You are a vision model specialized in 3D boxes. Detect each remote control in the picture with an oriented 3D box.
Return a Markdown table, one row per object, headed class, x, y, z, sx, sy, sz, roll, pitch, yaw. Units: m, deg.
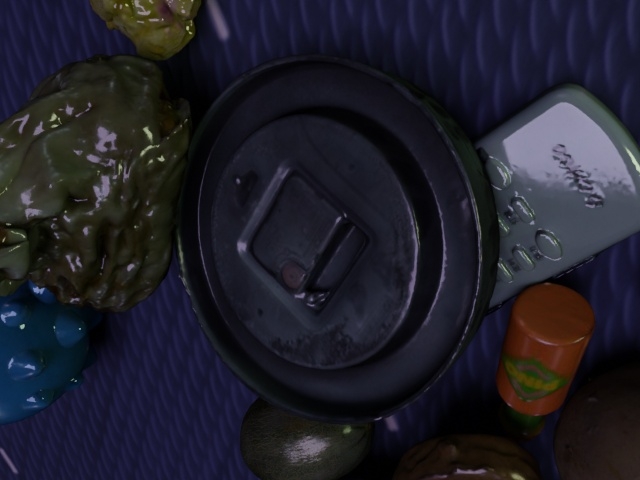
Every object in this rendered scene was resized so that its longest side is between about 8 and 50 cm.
| class | x | y | z | sx | sy | sz | roll | pitch | yaw |
| --- | --- | --- | --- | --- | --- | --- | --- | --- | --- |
| remote control | 0.135 | -0.005 | 0.566 | 0.296 | 0.056 | 0.140 | -34 | 98 | 33 |

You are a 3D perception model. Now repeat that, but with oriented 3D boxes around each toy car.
| class | x | y | z | sx | sy | sz | roll | pitch | yaw |
| --- | --- | --- | --- | --- | --- | --- | --- | --- | --- |
| toy car | -0.366 | 0.090 | 0.754 | 0.190 | 0.188 | 0.255 | -13 | 105 | 19 |

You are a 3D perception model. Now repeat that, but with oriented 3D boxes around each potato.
| class | x | y | z | sx | sy | sz | roll | pitch | yaw |
| --- | --- | --- | --- | --- | --- | --- | --- | --- | --- |
| potato | 0.321 | 0.166 | 0.510 | 0.262 | 0.165 | 0.165 | -28 | 100 | 33 |

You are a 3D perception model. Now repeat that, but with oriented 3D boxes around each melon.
| class | x | y | z | sx | sy | sz | roll | pitch | yaw |
| --- | --- | --- | --- | --- | --- | --- | --- | --- | --- |
| melon | -0.020 | 0.212 | 0.701 | 0.167 | 0.114 | 0.114 | -23 | 103 | 27 |

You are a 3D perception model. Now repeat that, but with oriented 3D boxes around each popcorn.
| class | x | y | z | sx | sy | sz | roll | pitch | yaw |
| --- | --- | --- | --- | --- | --- | --- | --- | --- | --- |
| popcorn | -0.155 | -0.221 | 0.578 | 0.097 | 0.089 | 0.109 | -33 | 110 | -4 |

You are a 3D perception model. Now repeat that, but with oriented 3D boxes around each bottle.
| class | x | y | z | sx | sy | sz | roll | pitch | yaw |
| --- | --- | --- | --- | --- | --- | --- | --- | --- | --- |
| bottle | 0.194 | 0.123 | 0.580 | 0.069 | 0.069 | 0.187 | 12 | 137 | 18 |

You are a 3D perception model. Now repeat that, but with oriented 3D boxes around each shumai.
| class | x | y | z | sx | sy | sz | roll | pitch | yaw |
| --- | --- | --- | --- | --- | --- | --- | --- | --- | --- |
| shumai | -0.241 | -0.047 | 0.582 | 0.189 | 0.218 | 0.256 | 41 | 130 | 36 |

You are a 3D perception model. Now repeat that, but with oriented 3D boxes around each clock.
| class | x | y | z | sx | sy | sz | roll | pitch | yaw |
| --- | --- | --- | --- | --- | --- | --- | --- | --- | --- |
| clock | 0.000 | -0.001 | 0.569 | 0.318 | 0.066 | 0.319 | 7 | 103 | 33 |

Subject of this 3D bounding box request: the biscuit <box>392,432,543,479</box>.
| class | x | y | z | sx | sy | sz | roll | pitch | yaw |
| --- | --- | --- | --- | --- | --- | --- | --- | --- | --- |
| biscuit | 0.157 | 0.372 | 0.687 | 0.394 | 0.076 | 0.368 | 43 | 124 | -15 |
